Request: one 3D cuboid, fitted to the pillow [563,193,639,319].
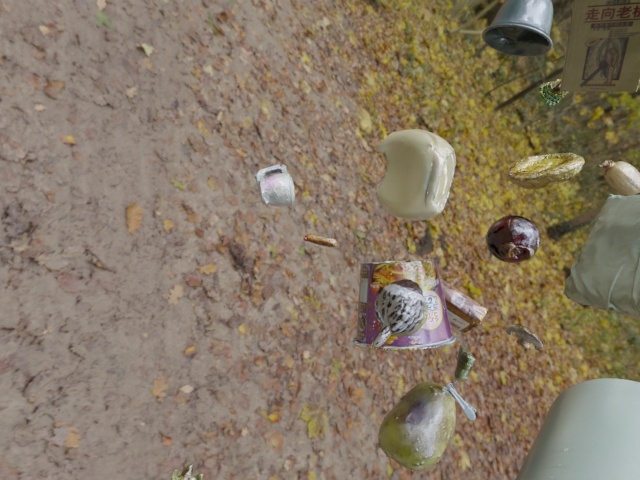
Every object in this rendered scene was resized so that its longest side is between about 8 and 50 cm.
[{"bbox_3d":[0.640,0.031,0.852,0.138,0.310,0.284,24,88,-15],"label":"pillow"}]

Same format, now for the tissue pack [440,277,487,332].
[{"bbox_3d":[0.497,0.250,1.670,0.226,0.183,0.092,36,68,11],"label":"tissue pack"}]

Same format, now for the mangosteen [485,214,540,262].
[{"bbox_3d":[0.565,0.001,1.279,0.152,0.152,0.153,28,52,-41],"label":"mangosteen"}]

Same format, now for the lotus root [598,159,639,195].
[{"bbox_3d":[0.866,-0.180,1.244,0.150,0.073,0.062,40,17,-1],"label":"lotus root"}]

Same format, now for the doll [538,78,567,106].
[{"bbox_3d":[0.724,-0.449,1.314,0.078,0.113,0.077,-11,98,-25],"label":"doll"}]

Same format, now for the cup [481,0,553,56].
[{"bbox_3d":[0.590,-0.647,1.259,0.199,0.199,0.150,9,100,-49],"label":"cup"}]

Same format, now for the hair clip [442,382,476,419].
[{"bbox_3d":[0.373,0.429,1.160,0.115,0.030,0.039,47,2,-3],"label":"hair clip"}]

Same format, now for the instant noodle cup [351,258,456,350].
[{"bbox_3d":[0.262,0.197,1.424,0.339,0.339,0.266,-2,88,-52],"label":"instant noodle cup"}]

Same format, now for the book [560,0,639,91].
[{"bbox_3d":[0.633,-0.439,0.956,0.026,0.161,0.231,-56,144,-37],"label":"book"}]

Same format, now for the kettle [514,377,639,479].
[{"bbox_3d":[0.333,0.308,0.446,0.318,0.265,0.205,-12,109,-48],"label":"kettle"}]

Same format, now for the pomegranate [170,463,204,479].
[{"bbox_3d":[-0.361,0.773,1.203,0.231,0.231,0.286,29,93,-40],"label":"pomegranate"}]

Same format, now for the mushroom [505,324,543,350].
[{"bbox_3d":[0.523,0.248,1.119,0.019,0.101,0.049,1,109,-38],"label":"mushroom"}]

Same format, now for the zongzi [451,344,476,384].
[{"bbox_3d":[0.575,0.520,1.798,0.062,0.154,0.130,21,8,-9],"label":"zongzi"}]

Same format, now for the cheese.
[{"bbox_3d":[0.274,-0.191,1.286,0.127,0.233,0.266,-3,110,-44],"label":"cheese"}]

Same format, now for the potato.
[{"bbox_3d":[0.331,0.605,1.437,0.307,0.210,0.173,-45,142,-24],"label":"potato"}]

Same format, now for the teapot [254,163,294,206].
[{"bbox_3d":[-0.228,-0.274,2.146,0.178,0.163,0.222,-8,88,-10],"label":"teapot"}]

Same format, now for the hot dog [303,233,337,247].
[{"bbox_3d":[-0.001,0.002,1.824,0.062,0.144,0.038,69,34,-78],"label":"hot dog"}]

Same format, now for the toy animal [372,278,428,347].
[{"bbox_3d":[0.135,0.125,0.775,0.137,0.098,0.098,-30,96,-40],"label":"toy animal"}]

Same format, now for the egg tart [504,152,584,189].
[{"bbox_3d":[0.745,-0.224,1.451,0.232,0.252,0.098,-129,-158,-73],"label":"egg tart"}]
